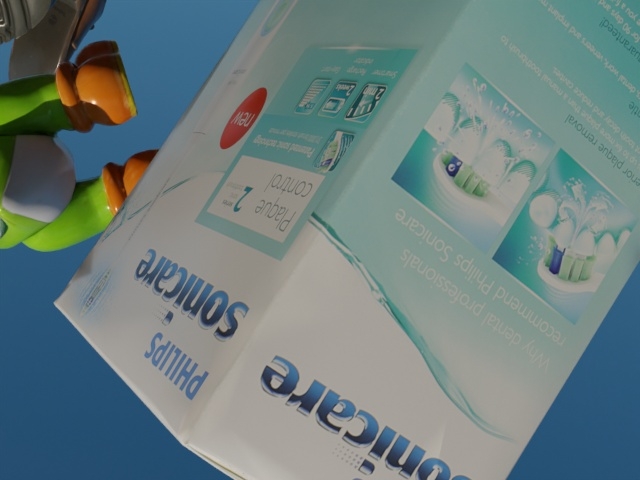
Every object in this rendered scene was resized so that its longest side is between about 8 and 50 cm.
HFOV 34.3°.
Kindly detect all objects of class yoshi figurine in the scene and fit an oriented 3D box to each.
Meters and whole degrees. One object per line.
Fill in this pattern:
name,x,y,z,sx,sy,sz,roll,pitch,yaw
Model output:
yoshi figurine,-0.313,-0.033,0.867,0.362,0.203,0.204,-23,-118,-9

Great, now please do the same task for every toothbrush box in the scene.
toothbrush box,0.034,-0.042,0.451,0.126,0.296,0.216,35,174,-26

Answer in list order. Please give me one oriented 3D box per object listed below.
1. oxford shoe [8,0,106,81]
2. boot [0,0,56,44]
oxford shoe,-0.290,-0.243,1.191,0.076,0.212,0.076,44,-154,17
boot,-0.197,-0.195,0.608,0.189,0.076,0.208,2,-139,21
